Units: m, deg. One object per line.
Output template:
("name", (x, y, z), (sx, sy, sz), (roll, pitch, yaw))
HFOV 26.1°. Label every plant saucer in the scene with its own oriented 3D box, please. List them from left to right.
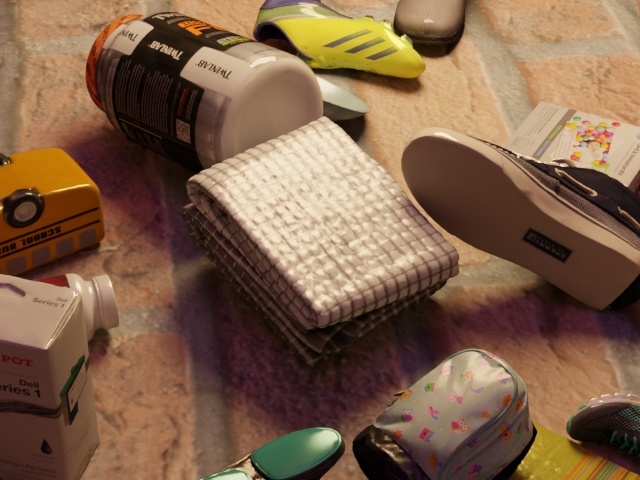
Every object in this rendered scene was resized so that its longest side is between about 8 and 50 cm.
("plant saucer", (-0.023, -0.212, 1.984), (0.195, 0.037, 0.195), (23, 14, -6))

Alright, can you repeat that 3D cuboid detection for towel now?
("towel", (0.000, 0.000, 1.677), (0.235, 0.121, 0.283), (-25, 58, -33))
("towel", (0.240, 0.245, 1.492), (0.237, 0.021, 0.102), (26, 42, 28))

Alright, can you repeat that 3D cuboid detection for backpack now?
("backpack", (0.140, 0.203, 1.441), (0.182, 0.115, 0.152), (-36, 52, -15))

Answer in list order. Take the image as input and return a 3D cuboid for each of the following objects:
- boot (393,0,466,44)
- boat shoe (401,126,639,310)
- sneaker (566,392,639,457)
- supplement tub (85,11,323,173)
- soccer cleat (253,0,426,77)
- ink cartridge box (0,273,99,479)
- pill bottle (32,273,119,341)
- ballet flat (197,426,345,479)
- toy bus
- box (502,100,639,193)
("boot", (0.190, -0.474, 2.202), (0.118, 0.222, 0.338), (7, 40, 7))
("boat shoe", (0.261, -0.054, 1.722), (0.340, 0.127, 0.158), (34, 37, -5))
("sneaker", (0.352, 0.211, 1.500), (0.166, 0.065, 0.076), (-1, 44, 0))
("supplement tub", (-0.166, -0.197, 1.870), (0.316, 0.193, 0.193), (25, 45, 39))
("soccer cleat", (0.027, -0.296, 2.114), (0.289, 0.093, 0.121), (27, 77, 23))
("ink cartridge box", (-0.328, 0.147, 1.446), (0.160, 0.219, 0.092), (10, 40, 12))
("pill bottle", (-0.319, 0.087, 1.626), (0.152, 0.086, 0.086), (-12, 41, -16))
("ballet flat", (-0.066, 0.257, 1.433), (0.203, 0.074, 0.074), (-21, 44, -25))
("toy bus", (-0.441, -0.010, 1.708), (0.333, 0.130, 0.108), (-23, 46, -26))
("box", (0.362, -0.123, 1.918), (0.186, 0.038, 0.145), (20, 43, 24))
